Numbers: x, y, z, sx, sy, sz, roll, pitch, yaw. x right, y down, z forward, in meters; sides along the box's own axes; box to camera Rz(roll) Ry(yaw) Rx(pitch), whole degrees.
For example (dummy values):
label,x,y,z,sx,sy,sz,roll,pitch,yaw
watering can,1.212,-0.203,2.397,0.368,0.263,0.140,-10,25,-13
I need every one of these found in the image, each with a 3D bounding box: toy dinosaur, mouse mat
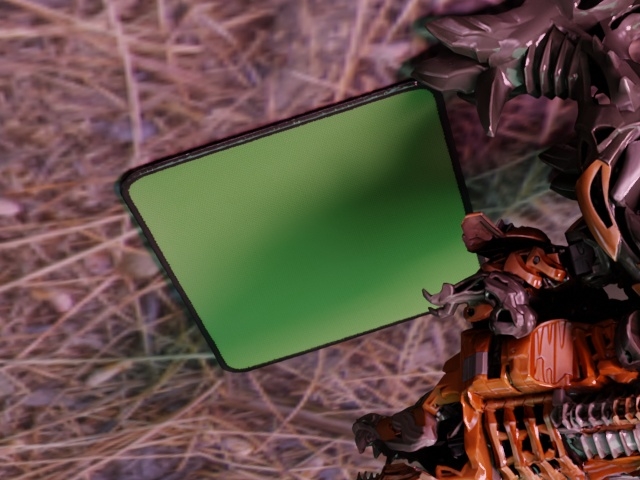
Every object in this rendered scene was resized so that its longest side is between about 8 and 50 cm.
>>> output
label,x,y,z,sx,sy,sz,roll,pitch,yaw
toy dinosaur,0.152,0.011,0.654,0.322,0.218,0.164,-20,144,3
mouse mat,0.000,0.000,0.770,0.153,0.007,0.189,-17,145,3

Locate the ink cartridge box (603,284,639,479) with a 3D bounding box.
label,x,y,z,sx,sy,sz,roll,pitch,yaw
ink cartridge box,0.205,0.096,0.902,0.159,0.092,0.218,7,141,-27
